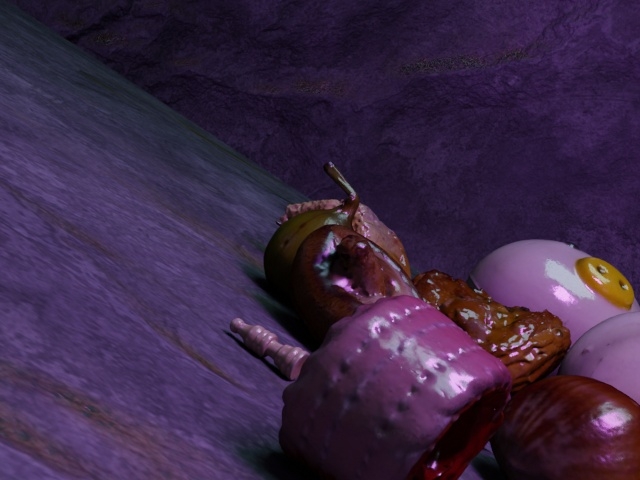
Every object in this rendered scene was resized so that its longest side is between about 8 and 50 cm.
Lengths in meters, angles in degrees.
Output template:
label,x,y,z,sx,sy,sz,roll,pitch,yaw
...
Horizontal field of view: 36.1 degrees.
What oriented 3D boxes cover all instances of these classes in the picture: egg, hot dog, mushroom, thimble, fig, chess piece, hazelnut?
label,x,y,z,sx,sy,sz,roll,pitch,yaw
egg,0.531,0.255,1.621,0.283,0.283,0.345,34,21,11
hot dog,0.256,0.158,1.577,0.267,0.174,0.387,24,3,18
mushroom,0.049,0.089,1.293,0.194,0.138,0.231,44,17,-40
thimble,0.061,0.138,0.801,0.125,0.163,0.189,36,20,25
fig,0.004,0.012,1.443,0.142,0.186,0.148,49,1,-40
chess piece,-0.058,0.110,1.044,0.092,0.035,0.035,31,5,21
hazelnut,0.303,0.256,1.151,0.212,0.181,0.181,41,-18,49

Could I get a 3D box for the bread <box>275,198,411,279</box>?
label,x,y,z,sx,sy,sz,roll,pitch,yaw
bread,0.060,0.037,1.667,0.204,0.163,0.262,42,11,-49

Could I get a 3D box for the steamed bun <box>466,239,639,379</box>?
label,x,y,z,sx,sy,sz,roll,pitch,yaw
steamed bun,0.452,0.164,1.917,0.374,0.334,0.334,37,5,-6
